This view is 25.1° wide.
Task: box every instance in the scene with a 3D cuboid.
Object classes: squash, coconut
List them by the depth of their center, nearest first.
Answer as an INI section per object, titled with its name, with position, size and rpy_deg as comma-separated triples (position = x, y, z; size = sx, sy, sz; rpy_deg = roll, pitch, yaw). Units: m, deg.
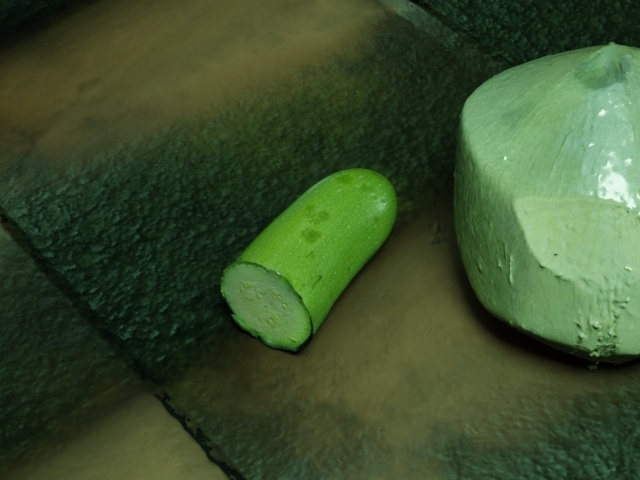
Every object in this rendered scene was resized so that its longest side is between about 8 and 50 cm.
[coconut]
position = 0.227, -0.040, 1.146
size = 0.244, 0.247, 0.245
rpy_deg = -2, 46, 2
[squash]
position = 0.000, 0.000, 1.245
size = 0.095, 0.095, 0.188
rpy_deg = 21, 49, 23
